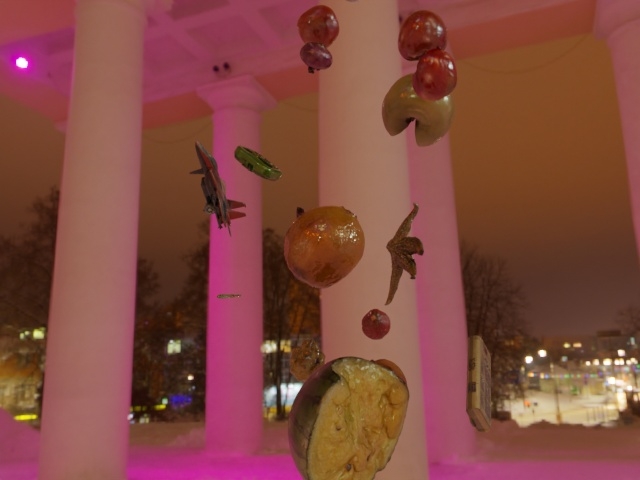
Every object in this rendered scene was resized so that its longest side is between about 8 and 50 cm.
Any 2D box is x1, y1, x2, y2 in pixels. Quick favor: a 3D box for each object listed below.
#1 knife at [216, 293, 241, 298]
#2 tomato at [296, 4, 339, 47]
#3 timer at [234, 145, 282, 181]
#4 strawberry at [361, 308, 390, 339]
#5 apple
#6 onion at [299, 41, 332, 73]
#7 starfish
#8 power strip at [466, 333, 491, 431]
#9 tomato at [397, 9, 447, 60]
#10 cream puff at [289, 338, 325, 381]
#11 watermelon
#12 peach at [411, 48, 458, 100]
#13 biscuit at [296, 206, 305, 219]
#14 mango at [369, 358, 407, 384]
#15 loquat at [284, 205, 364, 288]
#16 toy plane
[{"bbox_3d":[-0.264,0.160,1.683,0.030,0.014,0.207,-1,-5,9],"label":"knife"},{"bbox_3d":[-0.005,-0.765,2.095,0.155,0.156,0.069,-1,8,-4],"label":"tomato"},{"bbox_3d":[-0.183,-0.223,1.709,0.140,0.047,0.128,38,12,16],"label":"timer"},{"bbox_3d":[0.177,0.270,1.894,0.106,0.106,0.106,-1,-12,0],"label":"strawberry"},{"bbox_3d":[0.391,-0.521,2.328,0.291,0.254,0.292,16,-40,14],"label":"apple"},{"bbox_3d":[-0.016,-0.602,1.937,0.115,0.105,0.115,18,24,-8],"label":"onion"},{"bbox_3d":[0.161,0.030,1.178,0.050,0.217,0.223,8,8,-4],"label":"starfish"},{"bbox_3d":[0.379,0.325,1.402,0.034,0.268,0.092,-17,-58,27],"label":"power strip"},{"bbox_3d":[0.318,-0.648,1.857,0.167,0.167,0.167,-1,-12,0],"label":"tomato"},{"bbox_3d":[-0.044,0.435,2.138,0.146,0.146,0.116,1,-29,-12],"label":"cream puff"},{"bbox_3d":[0.042,0.421,1.377,0.330,0.331,0.189,8,7,-39],"label":"watermelon"},{"bbox_3d":[0.356,-0.506,1.794,0.151,0.151,0.118,-2,0,4],"label":"peach"},{"bbox_3d":[-0.001,-0.006,1.734,0.063,0.151,0.235,-31,38,-31],"label":"biscuit"},{"bbox_3d":[0.167,0.453,1.661,0.166,0.236,0.136,-3,3,39],"label":"mango"},{"bbox_3d":[0.007,0.019,1.482,0.234,0.187,0.176,-46,-25,8],"label":"loquat"},{"bbox_3d":[-0.333,-0.169,1.812,0.104,0.223,0.326,-19,-48,9],"label":"toy plane"}]
